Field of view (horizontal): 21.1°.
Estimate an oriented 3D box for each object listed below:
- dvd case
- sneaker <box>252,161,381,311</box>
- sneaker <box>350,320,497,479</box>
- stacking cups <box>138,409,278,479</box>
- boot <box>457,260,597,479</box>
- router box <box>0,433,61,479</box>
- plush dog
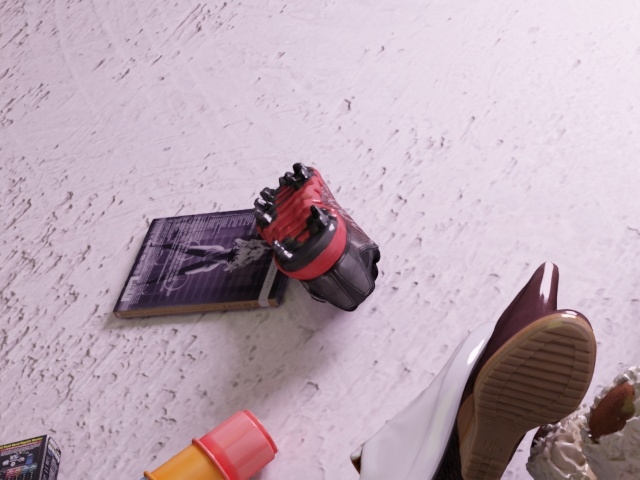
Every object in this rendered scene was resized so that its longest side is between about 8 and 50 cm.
[{"bbox_3d":[-0.130,0.025,2.096,0.221,0.018,0.164,-6,42,24],"label":"dvd case"},{"bbox_3d":[0.000,0.000,1.983,0.097,0.135,0.276,-42,22,6],"label":"sneaker"},{"bbox_3d":[0.098,0.189,1.717,0.123,0.106,0.290,5,47,36],"label":"sneaker"},{"bbox_3d":[-0.187,0.291,1.786,0.316,0.096,0.096,-36,39,-18],"label":"stacking cups"},{"bbox_3d":[0.190,0.088,1.574,0.090,0.248,0.207,22,47,-3],"label":"boot"},{"bbox_3d":[-0.356,0.274,1.927,0.122,0.038,0.092,-14,41,14],"label":"router box"},{"bbox_3d":[0.341,0.179,1.538,0.225,0.262,0.210,-42,85,-18],"label":"plush dog"}]
